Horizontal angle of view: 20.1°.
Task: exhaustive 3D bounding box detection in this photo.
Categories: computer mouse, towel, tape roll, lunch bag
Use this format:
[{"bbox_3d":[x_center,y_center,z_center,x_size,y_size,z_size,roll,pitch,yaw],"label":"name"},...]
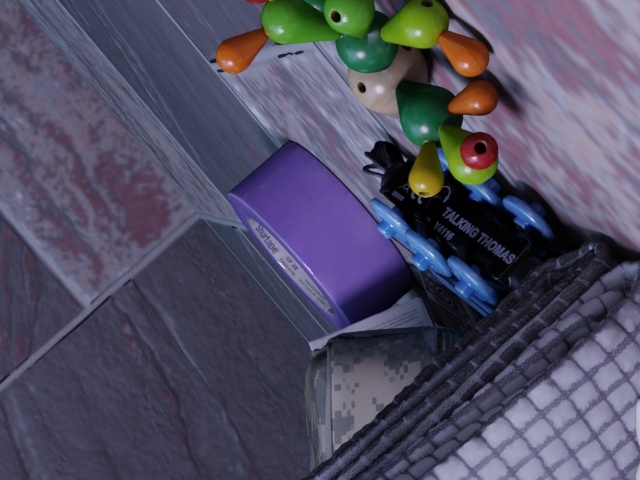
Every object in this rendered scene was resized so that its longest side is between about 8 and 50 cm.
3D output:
[{"bbox_3d":[0.099,0.009,1.395,0.106,0.042,0.193,35,159,43],"label":"computer mouse"},{"bbox_3d":[0.133,0.171,1.092,0.235,0.283,0.121,53,172,-25],"label":"towel"},{"bbox_3d":[0.000,0.000,1.753,0.189,0.080,0.189,47,173,8],"label":"tape roll"},{"bbox_3d":[0.123,0.170,1.342,0.305,0.256,0.213,101,164,-81],"label":"lunch bag"}]

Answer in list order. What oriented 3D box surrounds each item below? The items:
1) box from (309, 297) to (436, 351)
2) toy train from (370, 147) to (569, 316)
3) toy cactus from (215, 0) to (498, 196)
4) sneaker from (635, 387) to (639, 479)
[{"bbox_3d":[0.070,0.132,1.710,0.203,0.114,0.103,48,-160,-78],"label":"box"},{"bbox_3d":[0.107,0.006,1.203,0.105,0.080,0.184,47,175,-38],"label":"toy train"},{"bbox_3d":[0.030,-0.101,1.078,0.219,0.112,0.180,37,179,16],"label":"toy cactus"},{"bbox_3d":[0.211,0.147,0.926,0.110,0.107,0.275,-86,0,-45],"label":"sneaker"}]
